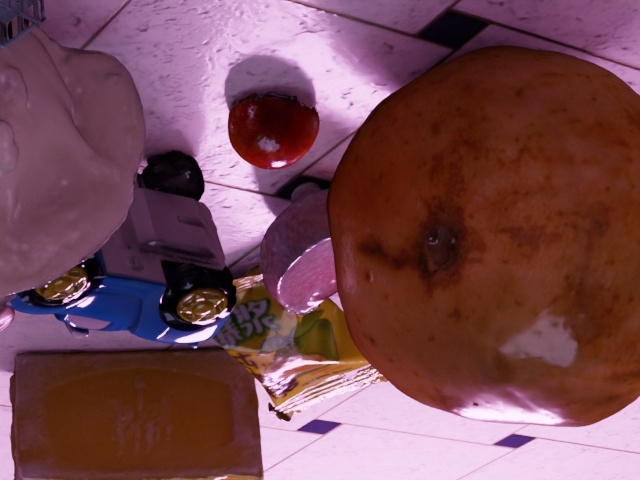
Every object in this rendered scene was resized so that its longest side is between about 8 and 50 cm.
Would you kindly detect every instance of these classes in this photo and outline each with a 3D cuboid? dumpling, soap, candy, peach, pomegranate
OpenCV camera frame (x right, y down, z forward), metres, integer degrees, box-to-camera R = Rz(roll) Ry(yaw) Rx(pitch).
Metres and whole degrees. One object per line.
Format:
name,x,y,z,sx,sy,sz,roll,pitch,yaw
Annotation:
dumpling,-0.332,-0.066,1.587,0.395,0.316,0.233,-2,149,-29
soap,-0.235,0.237,2.365,0.314,0.199,0.091,1,149,-12
candy,-0.045,0.120,2.282,0.187,0.081,0.297,-22,139,19
peach,-0.047,-0.105,1.859,0.098,0.061,0.098,-1,160,0
pomegranate,0.208,-0.003,1.805,0.410,0.410,0.410,-5,154,-3

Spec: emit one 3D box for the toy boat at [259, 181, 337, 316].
toy boat,0.000,0.000,2.073,0.155,0.085,0.227,-23,160,-3

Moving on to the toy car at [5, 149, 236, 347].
toy car,-0.232,0.011,1.871,0.314,0.198,0.166,11,131,-34

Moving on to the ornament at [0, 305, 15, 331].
ornament,-0.448,0.076,1.921,0.217,0.221,0.235,-38,122,-14

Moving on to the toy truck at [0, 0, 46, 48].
toy truck,-0.303,-0.238,1.469,0.080,0.115,0.177,-27,146,36
